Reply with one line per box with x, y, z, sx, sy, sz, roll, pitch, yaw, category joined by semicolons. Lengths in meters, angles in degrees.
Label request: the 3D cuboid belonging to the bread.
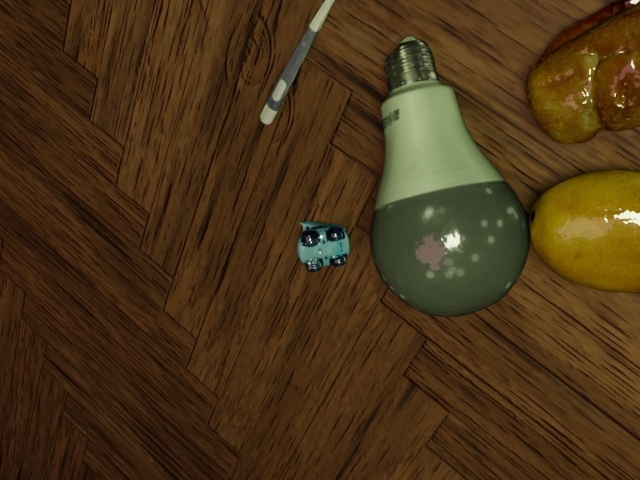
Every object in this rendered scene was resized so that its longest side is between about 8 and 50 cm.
0.340;-0.193;0.754;0.344;0.084;0.124;-26;95;42;bread

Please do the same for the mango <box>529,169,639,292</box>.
0.333;-0.003;0.850;0.227;0.099;0.136;16;117;21;mango

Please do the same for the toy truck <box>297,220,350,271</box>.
0.000;0.000;1.129;0.073;0.090;0.056;-10;112;-7;toy truck

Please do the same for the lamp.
0.123;-0.062;0.953;0.182;0.182;0.314;-39;66;42;lamp

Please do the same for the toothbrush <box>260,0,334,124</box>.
-0.018;-0.253;1.036;0.024;0.026;0.288;47;133;13;toothbrush
